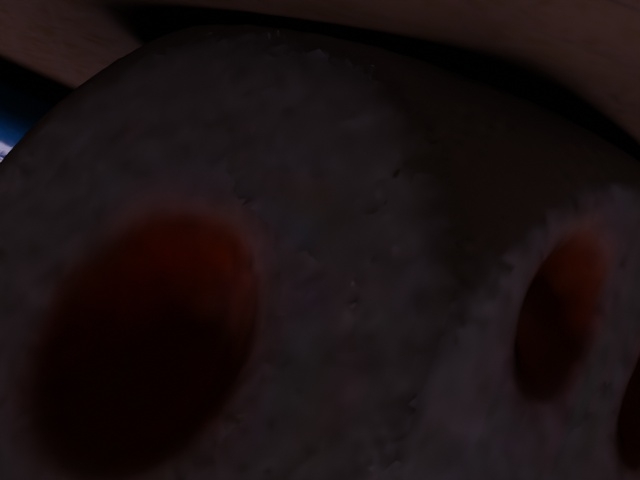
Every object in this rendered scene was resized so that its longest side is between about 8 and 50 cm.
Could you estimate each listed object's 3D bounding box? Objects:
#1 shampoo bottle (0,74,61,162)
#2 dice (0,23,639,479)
[{"bbox_3d":[-0.144,-0.048,0.962,0.183,0.050,0.087,23,171,-20],"label":"shampoo bottle"},{"bbox_3d":[-0.003,0.076,0.781,0.243,0.259,0.251,14,169,34],"label":"dice"}]
